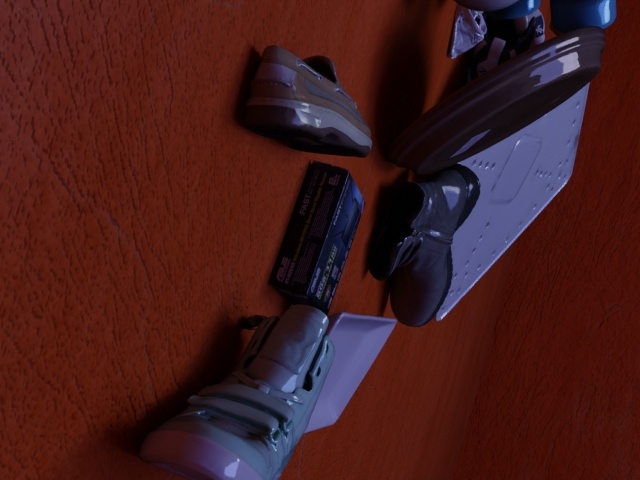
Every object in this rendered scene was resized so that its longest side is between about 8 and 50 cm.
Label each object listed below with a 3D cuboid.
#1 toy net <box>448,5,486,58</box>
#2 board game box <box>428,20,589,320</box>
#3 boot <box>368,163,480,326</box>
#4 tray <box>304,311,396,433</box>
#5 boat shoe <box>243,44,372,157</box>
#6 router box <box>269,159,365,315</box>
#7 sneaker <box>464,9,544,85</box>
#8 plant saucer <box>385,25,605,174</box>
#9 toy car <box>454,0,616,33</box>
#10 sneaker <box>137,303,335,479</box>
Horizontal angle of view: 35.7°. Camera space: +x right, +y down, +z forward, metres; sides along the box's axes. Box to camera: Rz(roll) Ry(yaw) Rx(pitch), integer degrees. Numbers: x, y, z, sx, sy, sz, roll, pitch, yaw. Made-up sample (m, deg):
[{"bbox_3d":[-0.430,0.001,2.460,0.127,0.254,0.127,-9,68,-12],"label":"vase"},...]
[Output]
[{"bbox_3d":[0.224,-0.351,1.330,0.122,0.045,0.232,56,51,-69],"label":"toy net"},{"bbox_3d":[0.279,-0.117,1.510,0.390,0.050,0.390,-44,151,-25],"label":"board game box"},{"bbox_3d":[0.106,0.019,1.252,0.161,0.083,0.246,-24,137,-50],"label":"boot"},{"bbox_3d":[0.008,0.134,1.034,0.145,0.030,0.270,-58,164,3],"label":"tray"},{"bbox_3d":[-0.001,-0.109,0.779,0.190,0.068,0.072,12,81,-74],"label":"boat shoe"},{"bbox_3d":[0.000,0.000,0.915,0.092,0.038,0.122,51,56,-70],"label":"router box"},{"bbox_3d":[0.288,-0.320,1.482,0.235,0.094,0.153,-51,162,-33],"label":"sneaker"},{"bbox_3d":[0.203,-0.149,1.125,0.041,0.278,0.278,62,16,6],"label":"plant saucer"},{"bbox_3d":[0.184,-0.319,1.077,0.238,0.210,0.219,-29,125,-28],"label":"toy car"},{"bbox_3d":[-0.052,0.109,0.736,0.256,0.094,0.151,68,45,-80],"label":"sneaker"}]
